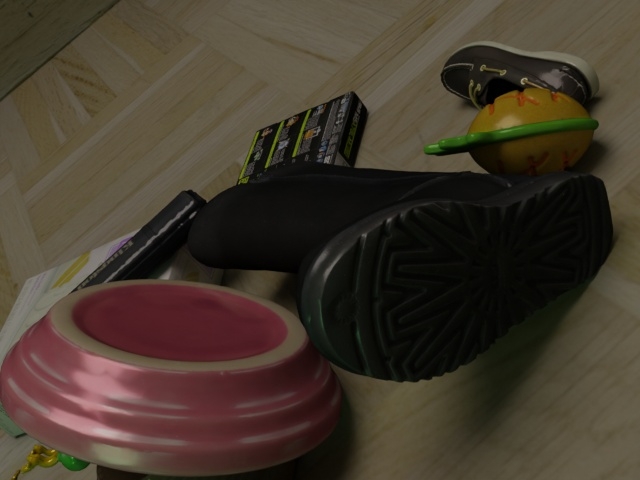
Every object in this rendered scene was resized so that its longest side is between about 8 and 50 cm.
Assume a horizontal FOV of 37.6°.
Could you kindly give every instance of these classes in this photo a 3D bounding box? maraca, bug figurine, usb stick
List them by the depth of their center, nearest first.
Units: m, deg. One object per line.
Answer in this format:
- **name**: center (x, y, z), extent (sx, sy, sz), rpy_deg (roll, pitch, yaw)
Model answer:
- **maraca**: center (0.203, -0.109, 0.997), extent (0.186, 0.099, 0.127), rpy_deg (-8, -4, -15)
- **bug figurine**: center (-0.289, 0.249, 1.035), extent (0.279, 0.072, 0.216), rpy_deg (-55, 8, 5)
- **usb stick**: center (-0.251, 0.040, 1.187), extent (0.278, 0.045, 0.077), rpy_deg (-43, 32, -6)

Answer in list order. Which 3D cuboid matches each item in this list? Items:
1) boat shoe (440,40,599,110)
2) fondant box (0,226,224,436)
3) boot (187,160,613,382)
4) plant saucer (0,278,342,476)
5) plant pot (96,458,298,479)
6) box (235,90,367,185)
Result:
- **boat shoe**: center (0.221, -0.187, 1.131), extent (0.068, 0.081, 0.228), rpy_deg (-47, 34, -19)
- **fondant box**: center (-0.296, 0.110, 1.279), extent (0.330, 0.096, 0.238), rpy_deg (-21, 36, 25)
- **boot**: center (0.002, 0.000, 0.952), extent (0.367, 0.146, 0.445), rpy_deg (-12, 16, -39)
- **plant saucer**: center (-0.140, 0.114, 0.924), extent (0.332, 0.084, 0.332), rpy_deg (7, 15, -2)
- **plant pot**: center (-0.149, 0.231, 0.958), extent (0.237, 0.109, 0.237), rpy_deg (-28, 33, 20)
- **box**: center (-0.033, -0.113, 1.340), extent (0.184, 0.045, 0.190), rpy_deg (-21, 37, 32)
